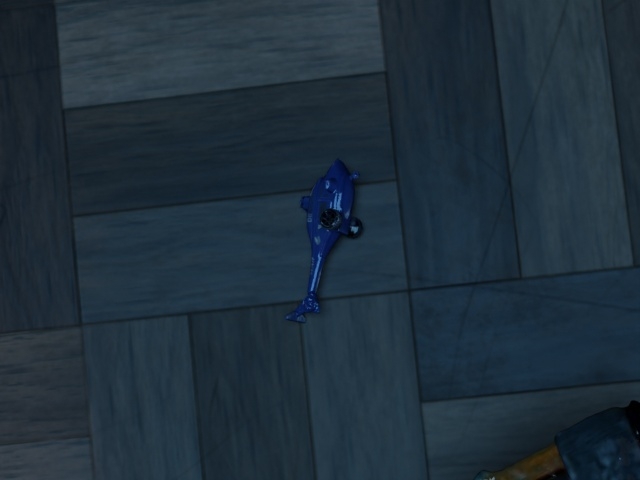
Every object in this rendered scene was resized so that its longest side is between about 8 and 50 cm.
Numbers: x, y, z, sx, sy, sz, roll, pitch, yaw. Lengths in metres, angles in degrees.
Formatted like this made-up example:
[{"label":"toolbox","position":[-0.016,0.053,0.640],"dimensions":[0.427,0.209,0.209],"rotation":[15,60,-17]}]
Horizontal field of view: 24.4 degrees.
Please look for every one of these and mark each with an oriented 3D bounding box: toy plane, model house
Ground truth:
[{"label":"toy plane","position":[0.000,0.000,1.460],"dimensions":[0.062,0.054,0.167],"rotation":[8,84,31]},{"label":"model house","position":[0.214,0.282,1.332],"dimensions":[0.291,0.253,0.184],"rotation":[-24,69,19]}]
